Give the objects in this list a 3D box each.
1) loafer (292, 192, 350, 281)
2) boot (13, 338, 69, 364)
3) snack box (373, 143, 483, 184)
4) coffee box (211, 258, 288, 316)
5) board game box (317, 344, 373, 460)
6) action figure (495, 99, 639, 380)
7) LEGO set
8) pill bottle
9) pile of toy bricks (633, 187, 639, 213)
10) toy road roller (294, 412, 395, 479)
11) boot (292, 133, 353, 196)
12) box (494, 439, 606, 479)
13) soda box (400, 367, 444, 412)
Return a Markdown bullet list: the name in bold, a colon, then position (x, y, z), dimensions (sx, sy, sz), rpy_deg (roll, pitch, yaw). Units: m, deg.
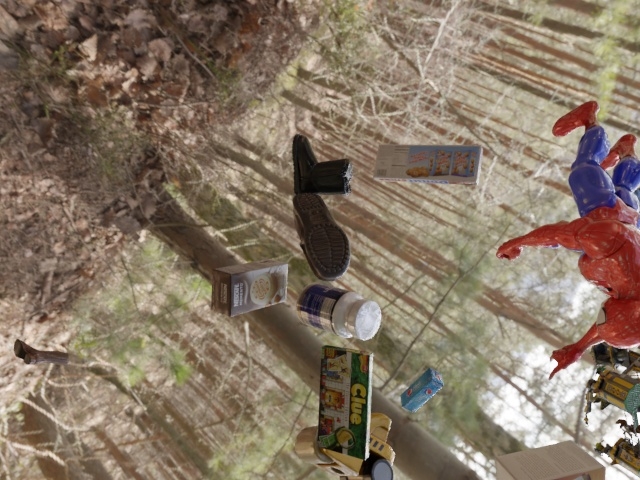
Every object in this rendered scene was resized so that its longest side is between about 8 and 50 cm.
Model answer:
- **loafer**: position (0.000, 0.000, 1.457), dimensions (0.134, 0.365, 0.130), rpy_deg (-6, 134, -12)
- **boot**: position (-0.738, 0.298, 1.232), dimensions (0.037, 0.107, 0.114), rpy_deg (-60, 150, 5)
- **snack box**: position (0.181, -0.131, 0.795), dimensions (0.022, 0.179, 0.064), rpy_deg (27, 72, -61)
- **coffee box**: position (-0.229, 0.150, 1.523), dimensions (0.247, 0.098, 0.140), rpy_deg (-10, 107, -48)
- **board game box**: position (0.061, 0.401, 1.161), dimensions (0.030, 0.136, 0.259), rpy_deg (1, 91, -64)
- **action figure**: position (0.211, -0.003, 0.393), dimensions (0.139, 0.092, 0.280), rpy_deg (-50, -174, 40)
- **LEGO set**: position (0.682, 0.344, 1.061), dimensions (0.255, 0.192, 0.331), rpy_deg (-40, 116, -12)
- **pill bottle**: position (0.057, 0.233, 1.524), dimensions (0.153, 0.265, 0.153), rpy_deg (-9, 103, -44)
- **pile of toy bricks**: position (0.574, -0.047, 0.799), dimensions (0.105, 0.212, 0.118), rpy_deg (-22, 176, -13)
- **toy road roller**: position (0.102, 0.679, 1.577), dimensions (0.202, 0.330, 0.240), rpy_deg (-37, -158, 51)
- **boot**: position (0.010, -0.267, 1.627), dimensions (0.094, 0.208, 0.246), rpy_deg (23, 64, -67)
- **box**: position (0.430, 0.473, 0.873), dimensions (0.171, 0.091, 0.129), rpy_deg (-8, 100, -10)
- **soda box**: position (0.441, 0.656, 2.027), dimensions (0.210, 0.067, 0.071), rpy_deg (-53, -166, 25)
